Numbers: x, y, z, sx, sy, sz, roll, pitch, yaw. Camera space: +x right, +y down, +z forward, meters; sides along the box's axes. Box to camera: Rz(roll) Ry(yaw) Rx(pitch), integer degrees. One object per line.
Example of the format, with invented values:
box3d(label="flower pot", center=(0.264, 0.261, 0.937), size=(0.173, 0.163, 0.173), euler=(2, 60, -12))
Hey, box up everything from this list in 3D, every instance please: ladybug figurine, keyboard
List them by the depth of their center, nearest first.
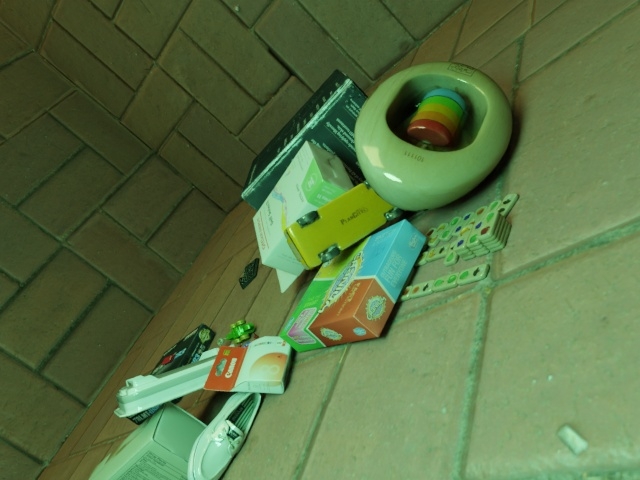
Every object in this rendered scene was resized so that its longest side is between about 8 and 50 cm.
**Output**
box3d(label="ladybug figurine", center=(0.236, -0.220, 1.109), size=(0.449, 0.304, 0.162), euler=(-55, -20, -35))
box3d(label="keyboard", center=(-0.288, 0.133, 2.061), size=(0.108, 0.023, 0.180), euler=(-45, 15, 13))

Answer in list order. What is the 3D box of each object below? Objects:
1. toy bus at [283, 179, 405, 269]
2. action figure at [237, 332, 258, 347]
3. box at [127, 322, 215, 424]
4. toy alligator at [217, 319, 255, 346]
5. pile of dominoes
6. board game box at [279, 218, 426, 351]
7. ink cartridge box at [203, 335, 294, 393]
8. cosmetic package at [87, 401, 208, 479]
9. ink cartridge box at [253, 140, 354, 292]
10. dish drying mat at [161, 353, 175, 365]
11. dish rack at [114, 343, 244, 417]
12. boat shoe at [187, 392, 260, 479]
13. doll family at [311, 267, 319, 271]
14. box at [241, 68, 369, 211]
box3d(label="toy bus", center=(0.075, -0.057, 1.177), size=(0.332, 0.108, 0.130), euler=(-32, 1, -19))
box3d(label="action figure", center=(-0.219, 0.308, 1.462), size=(0.115, 0.030, 0.038), euler=(-49, 19, 5))
box3d(label="box", center=(-0.517, 0.461, 1.815), size=(0.295, 0.073, 0.293), euler=(-36, 21, 36))
box3d(label="toy alligator", center=(-0.244, 0.277, 1.564), size=(0.051, 0.056, 0.189), euler=(-6, -19, -41))
box3d(label="pile of dominoes", center=(0.230, 0.008, 0.955), size=(0.251, 0.040, 0.196), euler=(-26, 27, 52))
box3d(label="board game box", center=(0.060, 0.105, 1.102), size=(0.316, 0.064, 0.242), euler=(-29, 24, 56))
box3d(label="ink cartridge box", center=(-0.157, 0.270, 1.165), size=(0.145, 0.179, 0.045), euler=(-77, -12, -60))
box3d(label="cosmetic package", center=(-0.398, 0.526, 1.199), size=(0.296, 0.153, 0.129), euler=(-42, 18, 16))
box3d(label="ink cartridge box", center=(-0.068, -0.056, 1.385), size=(0.353, 0.119, 0.207), euler=(-53, 33, 25))
box3d(label="dish drying mat", center=(-0.526, 0.411, 1.808), size=(0.083, 0.008, 0.032), euler=(-28, 26, 49))
box3d(label="dish rack", center=(-0.335, 0.332, 1.280), size=(0.332, 0.073, 0.285), euler=(-16, -5, -28))
box3d(label="boat shoe", center=(-0.196, 0.398, 1.082), size=(0.075, 0.083, 0.226), euler=(-37, 19, 39))
box3d(label="doll family", center=(0.000, 0.000, 1.490), size=(0.163, 0.118, 0.263), euler=(-50, 34, 9))
box3d(label="box", center=(0.009, -0.285, 1.757), size=(0.471, 0.297, 0.480), euler=(-43, 17, 14))
